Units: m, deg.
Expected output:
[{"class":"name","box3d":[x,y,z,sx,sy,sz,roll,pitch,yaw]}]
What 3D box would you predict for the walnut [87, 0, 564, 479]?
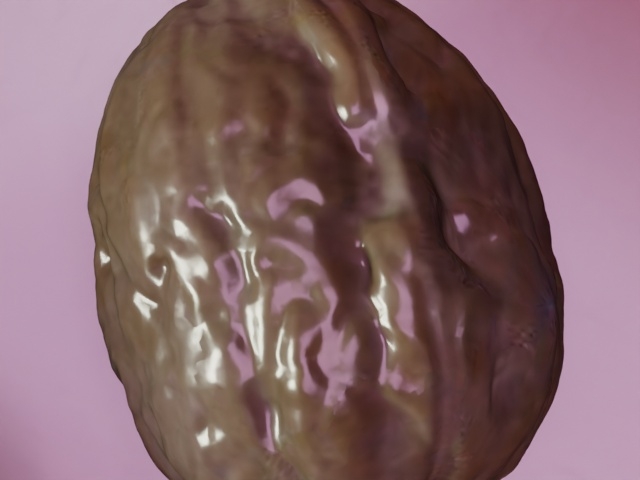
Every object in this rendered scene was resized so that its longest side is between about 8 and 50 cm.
[{"class":"walnut","box3d":[0.000,0.000,0.440,0.178,0.178,0.230,-18,83,-4]}]
